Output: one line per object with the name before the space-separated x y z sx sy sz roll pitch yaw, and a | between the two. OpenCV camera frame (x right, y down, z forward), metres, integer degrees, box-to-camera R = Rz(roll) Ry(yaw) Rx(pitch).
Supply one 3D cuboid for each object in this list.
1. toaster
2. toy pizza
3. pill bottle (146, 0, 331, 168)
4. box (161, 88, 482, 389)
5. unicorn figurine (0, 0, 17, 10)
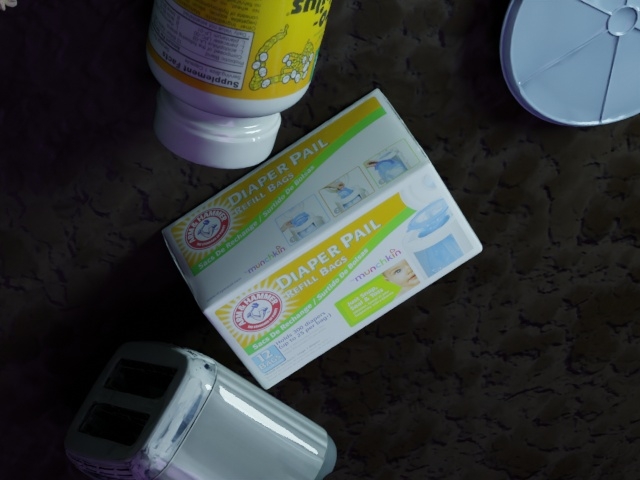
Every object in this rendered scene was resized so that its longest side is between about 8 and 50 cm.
toaster | -0.095 0.160 1.475 0.146 0.227 0.129 36 75 -26
toy pizza | 0.226 -0.176 1.480 0.201 0.032 0.201 -14 131 -16
pill bottle | -0.053 -0.157 1.297 0.118 0.117 0.208 -2 127 -25
box | 0.000 0.000 1.464 0.203 0.103 0.114 -34 135 3
unicorn figurine | -0.256 -0.196 1.212 0.162 0.060 0.111 -4 130 -44
